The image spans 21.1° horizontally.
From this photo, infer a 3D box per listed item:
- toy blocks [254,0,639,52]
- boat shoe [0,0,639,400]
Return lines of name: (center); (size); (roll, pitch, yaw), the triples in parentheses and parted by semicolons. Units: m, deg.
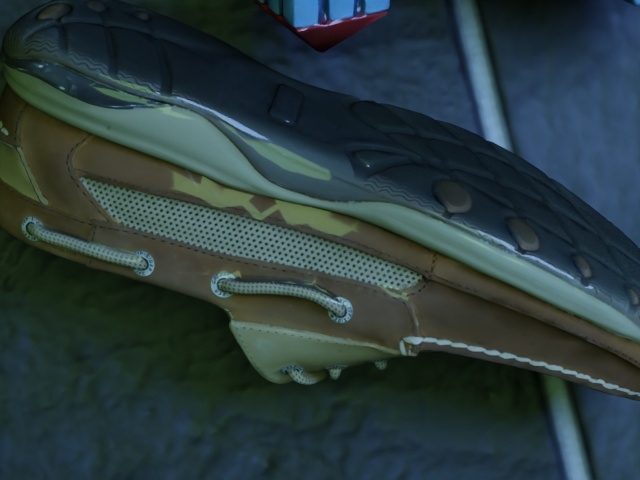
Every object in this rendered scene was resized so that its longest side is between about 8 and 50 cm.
toy blocks: (0.113, -0.221, 0.747); (0.381, 0.191, 0.261); (-15, 121, -23)
boat shoe: (0.000, 0.000, 0.779); (0.324, 0.122, 0.120); (23, 112, 2)
